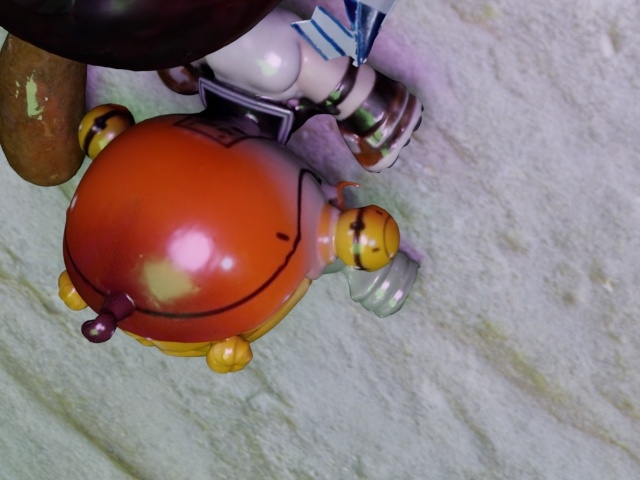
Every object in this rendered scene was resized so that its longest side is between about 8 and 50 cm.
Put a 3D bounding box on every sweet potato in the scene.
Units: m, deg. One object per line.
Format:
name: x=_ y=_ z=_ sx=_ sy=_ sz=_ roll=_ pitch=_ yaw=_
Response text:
sweet potato: x=-0.251 y=-0.163 z=1.735 sx=0.097 sy=0.097 sz=0.291 roll=23 pitch=131 yaw=8

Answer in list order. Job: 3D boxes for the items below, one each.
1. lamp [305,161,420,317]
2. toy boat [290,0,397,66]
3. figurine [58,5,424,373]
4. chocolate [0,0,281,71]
lamp: x=0.000 y=0.000 z=1.735 sx=0.193 sy=0.106 sz=0.106 roll=35 pitch=133 yaw=-12
toy boat: x=0.093 y=-0.268 z=1.410 sx=0.070 sy=0.210 sz=0.291 roll=41 pitch=128 yaw=39
figurine: x=-0.092 y=-0.039 z=1.587 sx=0.320 sy=0.323 sz=0.196 roll=20 pitch=169 yaw=23
chocolate: x=-0.159 y=-0.307 z=1.420 sx=0.384 sy=0.331 sz=0.383 roll=15 pitch=132 yaw=18
